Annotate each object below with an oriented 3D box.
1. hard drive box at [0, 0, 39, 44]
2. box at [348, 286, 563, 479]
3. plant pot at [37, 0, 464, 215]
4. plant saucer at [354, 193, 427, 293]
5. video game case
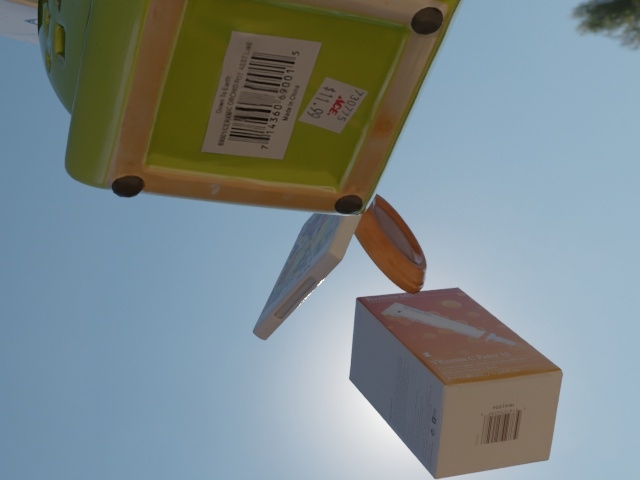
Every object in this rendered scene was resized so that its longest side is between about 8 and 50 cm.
[{"bbox_3d":[-0.317,-0.268,1.072,0.232,0.181,0.089,9,-93,-34],"label":"hard drive box"},{"bbox_3d":[0.215,0.226,1.764,0.215,0.345,0.168,-4,-69,-22],"label":"box"},{"bbox_3d":[-0.045,-0.146,0.631,0.227,0.228,0.207,6,-136,-20],"label":"plant pot"},{"bbox_3d":[0.110,-0.006,1.686,0.200,0.037,0.200,46,-160,-22],"label":"plant saucer"},{"bbox_3d":[0.000,0.000,1.380,0.026,0.206,0.227,34,-136,-9],"label":"video game case"}]
